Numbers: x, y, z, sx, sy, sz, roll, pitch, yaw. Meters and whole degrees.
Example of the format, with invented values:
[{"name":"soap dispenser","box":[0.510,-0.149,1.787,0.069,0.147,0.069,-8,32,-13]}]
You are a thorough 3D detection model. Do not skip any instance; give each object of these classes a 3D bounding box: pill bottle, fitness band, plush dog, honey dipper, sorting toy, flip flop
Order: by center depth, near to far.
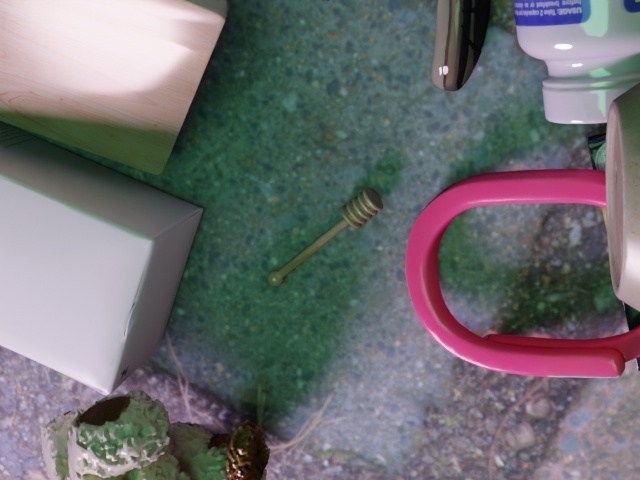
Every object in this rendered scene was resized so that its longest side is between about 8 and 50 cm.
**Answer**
[{"name":"pill bottle","box":[0.250,-0.249,1.044,0.152,0.152,0.272,-3,104,16]},{"name":"flip flop","box":[0.127,-0.284,1.102,0.080,0.112,0.277,16,114,25]},{"name":"sorting toy","box":[-0.240,-0.211,1.136,0.257,0.089,0.255,20,142,-11]},{"name":"fitness band","box":[0.226,0.032,1.154,0.291,0.054,0.209,0,104,28]},{"name":"plush dog","box":[-0.165,0.267,1.238,0.225,0.262,0.210,-5,80,-25]},{"name":"honey dipper","box":[0.000,0.000,1.244,0.161,0.030,0.030,-38,93,24]}]

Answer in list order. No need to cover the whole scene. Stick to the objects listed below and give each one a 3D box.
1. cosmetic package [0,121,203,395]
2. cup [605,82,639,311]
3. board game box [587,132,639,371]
[{"name":"cosmetic package","box":[-0.340,-0.004,1.263,0.366,0.155,0.197,24,110,7]},{"name":"cup","box":[0.361,-0.037,0.940,0.237,0.331,0.331,-2,104,10]},{"name":"board game box","box":[0.373,-0.002,1.135,0.165,0.042,0.243,-12,101,17]}]
